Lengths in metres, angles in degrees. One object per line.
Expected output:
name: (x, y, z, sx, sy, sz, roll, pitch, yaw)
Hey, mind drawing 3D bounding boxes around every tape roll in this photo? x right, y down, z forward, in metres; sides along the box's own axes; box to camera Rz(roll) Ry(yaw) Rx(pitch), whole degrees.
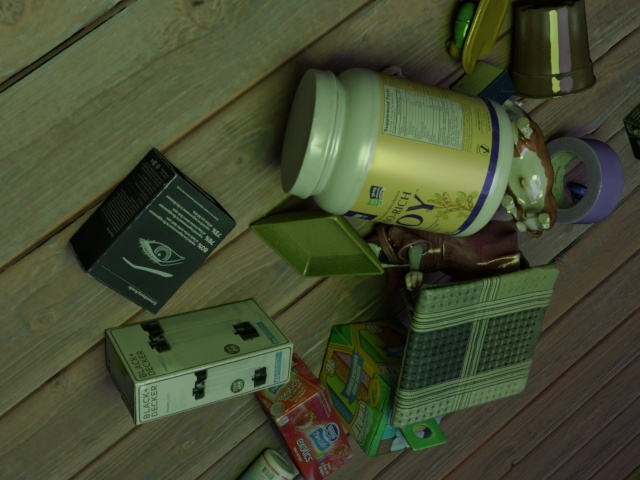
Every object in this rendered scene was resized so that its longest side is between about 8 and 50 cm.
tape roll: (0.555, -0.130, 1.589, 0.080, 0.189, 0.189, 0, 117, -34)

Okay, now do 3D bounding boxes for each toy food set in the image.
toy food set: (0.283, -0.417, 1.319, 0.128, 0.071, 0.218, -17, 132, -55)

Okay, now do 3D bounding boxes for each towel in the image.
towel: (0.287, 0.192, 1.374, 0.324, 0.056, 0.312, -7, 119, -27)

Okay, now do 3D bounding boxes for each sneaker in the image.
sneaker: (0.639, -0.096, 1.759, 0.144, 0.053, 0.059, 25, 104, -40)

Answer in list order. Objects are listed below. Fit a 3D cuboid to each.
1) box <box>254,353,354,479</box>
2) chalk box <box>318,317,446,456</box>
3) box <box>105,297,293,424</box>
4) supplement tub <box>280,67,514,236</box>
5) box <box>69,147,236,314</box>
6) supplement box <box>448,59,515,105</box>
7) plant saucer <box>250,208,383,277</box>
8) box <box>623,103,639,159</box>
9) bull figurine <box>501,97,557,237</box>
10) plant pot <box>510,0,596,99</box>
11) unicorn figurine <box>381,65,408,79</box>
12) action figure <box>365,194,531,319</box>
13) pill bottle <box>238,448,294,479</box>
box: (-0.036, 0.382, 1.543, 0.122, 0.128, 0.257, -32, 130, -14)
chalk box: (0.149, 0.318, 1.520, 0.180, 0.289, 0.179, -3, 119, -33)
box: (-0.214, 0.205, 1.288, 0.290, 0.169, 0.087, -10, 122, -28)
supplement tub: (0.120, -0.147, 1.203, 0.331, 0.241, 0.241, 10, 113, -15)
box: (-0.266, -0.012, 1.160, 0.207, 0.108, 0.153, -47, 133, -1)
supplement box: (0.309, -0.289, 1.394, 0.083, 0.083, 0.056, -43, 131, -5)
plant saucer: (0.000, 0.000, 1.329, 0.188, 0.188, 0.045, 46, 51, -42)
box: (0.834, -0.290, 1.754, 0.180, 0.077, 0.147, -43, 132, -4)
bull figurine: (0.390, -0.154, 1.415, 0.188, 0.101, 0.310, -19, 92, -65)
plant pot: (0.437, -0.375, 1.387, 0.167, 0.167, 0.165, -24, 121, -20)
unicorn figurine: (0.154, -0.251, 1.330, 0.111, 0.060, 0.162, -39, 135, -2)
action figure: (0.223, 0.007, 1.451, 0.370, 0.276, 0.248, 5, 160, -8)
pill bottle: (-0.138, 0.544, 1.601, 0.160, 0.087, 0.087, -47, 132, 0)
